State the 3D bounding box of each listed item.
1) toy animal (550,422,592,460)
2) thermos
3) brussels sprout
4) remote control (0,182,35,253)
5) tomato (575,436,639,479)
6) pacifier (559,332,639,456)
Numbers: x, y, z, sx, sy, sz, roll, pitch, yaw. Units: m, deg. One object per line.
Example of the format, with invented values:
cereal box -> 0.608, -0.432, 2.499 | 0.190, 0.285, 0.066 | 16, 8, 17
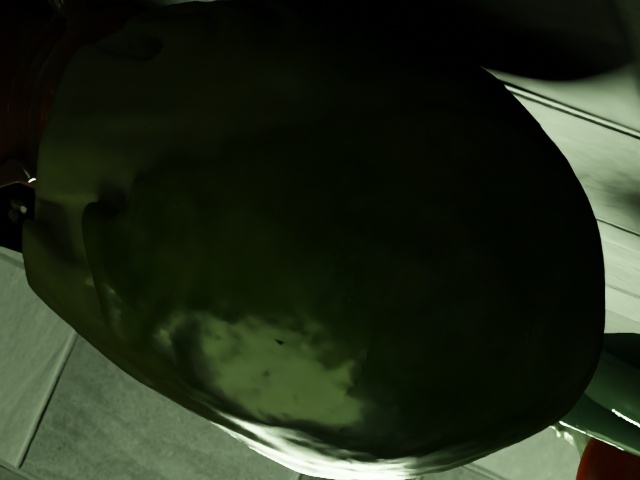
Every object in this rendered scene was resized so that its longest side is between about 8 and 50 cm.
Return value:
toy animal -> 0.340, 0.254, 1.600 | 0.168, 0.106, 0.343 | -23, -121, -36
thermos -> -0.134, -0.076, 0.717 | 0.232, 0.099, 0.124 | 20, 138, 37
brussels sprout -> 0.002, -0.004, 0.497 | 0.181, 0.144, 0.161 | 12, -145, -11
remote control -> -0.107, -0.024, 1.100 | 0.399, 0.144, 0.062 | 13, 129, 45
tomato -> 0.358, 0.214, 1.477 | 0.233, 0.139, 0.200 | -9, -131, -27
pacifier -> 0.205, 0.169, 0.756 | 0.343, 0.269, 0.288 | 18, 175, 34
